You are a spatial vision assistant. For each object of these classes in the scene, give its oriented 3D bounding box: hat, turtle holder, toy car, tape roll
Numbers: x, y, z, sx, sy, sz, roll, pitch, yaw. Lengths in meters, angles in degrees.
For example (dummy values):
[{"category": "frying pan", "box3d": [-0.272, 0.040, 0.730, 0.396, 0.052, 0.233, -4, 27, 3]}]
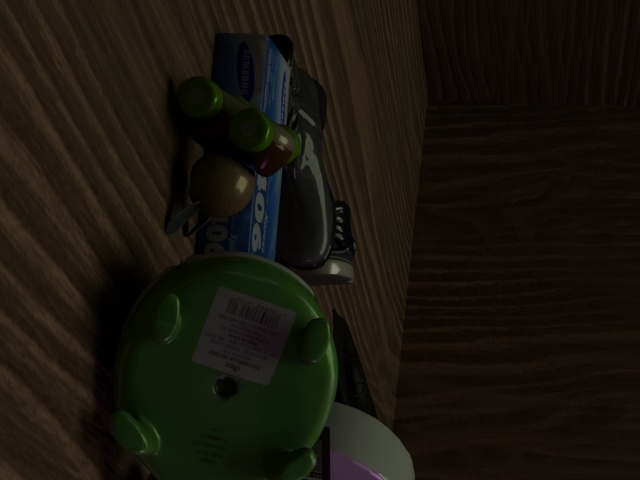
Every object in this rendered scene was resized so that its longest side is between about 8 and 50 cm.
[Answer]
[{"category": "hat", "box3d": [0.017, 0.303, 2.283, 0.331, 0.134, 0.331, -15, 90, -84]}, {"category": "turtle holder", "box3d": [-0.102, 0.165, 1.329, 0.227, 0.243, 0.320, -115, -165, -76]}, {"category": "toy car", "box3d": [-0.133, -0.088, 1.492, 0.188, 0.149, 0.155, -59, 166, 4]}, {"category": "tape roll", "box3d": [-0.006, 0.370, 1.764, 0.100, 0.286, 0.286, -73, 163, -53]}]

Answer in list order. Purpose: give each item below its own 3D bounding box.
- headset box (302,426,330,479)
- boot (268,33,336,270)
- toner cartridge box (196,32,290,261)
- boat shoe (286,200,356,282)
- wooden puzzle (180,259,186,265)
[{"category": "headset box", "box3d": [-0.060, 0.411, 1.555, 0.293, 0.110, 0.218, -90, -167, -53]}, {"category": "boot", "box3d": [-0.059, -0.131, 1.867, 0.223, 0.118, 0.338, 37, 45, -74]}, {"category": "toner cartridge box", "box3d": [-0.105, -0.096, 1.666, 0.165, 0.075, 0.348, 42, 51, -78]}, {"category": "boat shoe", "box3d": [0.000, 0.000, 2.188, 0.340, 0.127, 0.158, 56, 31, -86]}, {"category": "wooden puzzle", "box3d": [-0.176, 0.058, 1.515, 0.083, 0.006, 0.049, -69, 160, -58]}]
